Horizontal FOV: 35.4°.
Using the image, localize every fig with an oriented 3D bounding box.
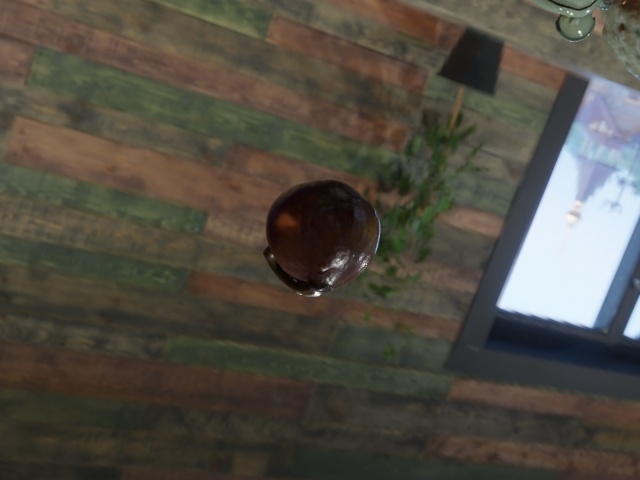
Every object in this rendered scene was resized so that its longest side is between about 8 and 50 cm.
[{"bbox_3d":[0.001,0.000,1.663,0.205,0.205,0.205,19,-169,-4],"label":"fig"}]

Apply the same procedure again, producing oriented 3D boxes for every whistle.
[{"bbox_3d":[0.212,-0.307,1.080,0.236,0.114,0.077,24,-159,-8],"label":"whistle"}]

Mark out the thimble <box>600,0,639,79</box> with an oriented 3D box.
[{"bbox_3d":[0.525,-0.314,1.300,0.291,0.291,0.195,8,-153,-45],"label":"thimble"}]
